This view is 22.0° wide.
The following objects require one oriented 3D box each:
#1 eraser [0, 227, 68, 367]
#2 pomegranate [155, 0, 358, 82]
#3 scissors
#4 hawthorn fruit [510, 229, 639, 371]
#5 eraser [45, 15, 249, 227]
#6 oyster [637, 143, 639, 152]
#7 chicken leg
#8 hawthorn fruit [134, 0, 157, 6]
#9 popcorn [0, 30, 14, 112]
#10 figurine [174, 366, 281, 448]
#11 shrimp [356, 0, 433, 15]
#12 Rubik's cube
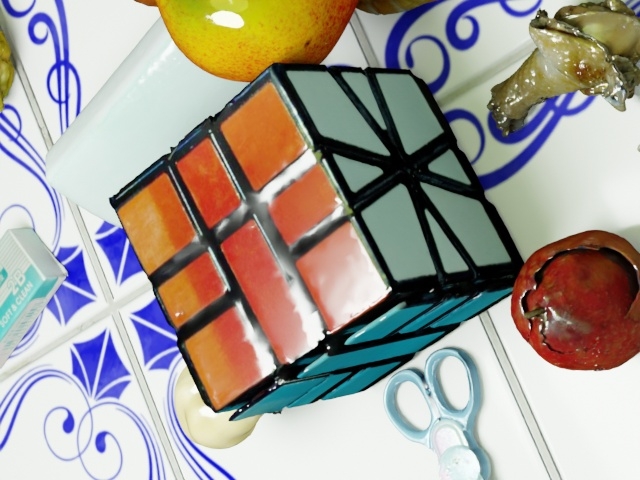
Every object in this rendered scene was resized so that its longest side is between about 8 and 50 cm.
[{"bbox_3d":[-0.435,0.092,2.223,0.095,0.052,0.225,50,119,20],"label":"eraser"},{"bbox_3d":[-0.071,-0.271,1.697,0.220,0.256,0.221,-1,87,20],"label":"pomegranate"},{"bbox_3d":[0.159,0.249,1.825,0.125,0.030,0.256,-34,71,31],"label":"scissors"},{"bbox_3d":[0.258,0.063,1.659,0.148,0.172,0.148,3,93,50],"label":"hawthorn fruit"},{"bbox_3d":[-0.170,-0.140,1.941,0.290,0.189,0.104,-45,39,29],"label":"eraser"},{"bbox_3d":[0.496,-0.032,1.524,0.396,0.111,0.204,-9,91,32],"label":"oyster"},{"bbox_3d":[0.249,-0.182,1.705,0.196,0.080,0.125,-11,100,36],"label":"chicken leg"},{"bbox_3d":[-0.180,-0.392,1.880,0.258,0.261,0.258,-2,88,54],"label":"hawthorn fruit"},{"bbox_3d":[-0.497,-0.231,2.171,0.197,0.197,0.156,-21,79,34],"label":"popcorn"},{"bbox_3d":[-0.083,0.180,1.890,0.114,0.196,0.108,-25,74,34],"label":"figurine"},{"bbox_3d":[0.112,-0.318,1.801,0.248,0.068,0.150,10,94,39],"label":"shrimp"},{"bbox_3d":[0.000,0.000,1.768,0.283,0.288,0.294,-33,73,31],"label":"Rubik's cube"}]
